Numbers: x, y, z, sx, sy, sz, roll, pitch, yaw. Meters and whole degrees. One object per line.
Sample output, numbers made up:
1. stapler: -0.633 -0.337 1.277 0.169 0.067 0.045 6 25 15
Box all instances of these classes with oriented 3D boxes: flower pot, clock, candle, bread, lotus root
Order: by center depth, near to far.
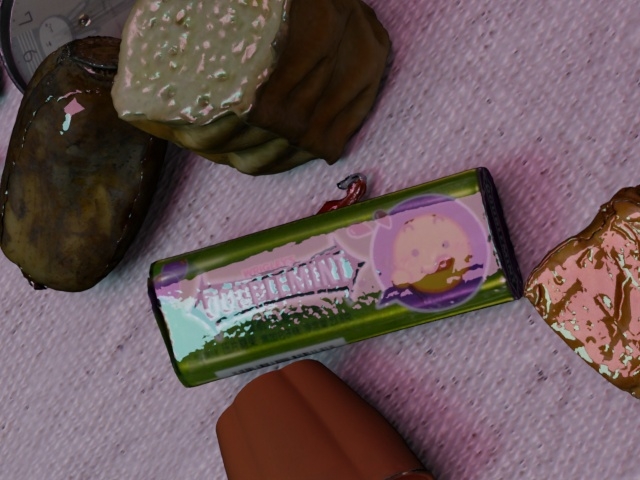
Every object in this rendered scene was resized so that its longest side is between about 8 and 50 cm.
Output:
1. bread: 0.287 0.042 1.486 0.143 0.149 0.158 -48 68 19
2. flower pot: -0.007 0.217 1.603 0.190 0.191 0.173 -46 59 16
3. bread: -0.066 -0.173 1.616 0.238 0.252 0.196 -11 80 28
4. candle: 0.000 0.000 1.690 0.053 0.048 0.162 35 105 -6
5. lotus root: -0.243 -0.082 1.733 0.160 0.152 0.275 19 121 -3
6. clock: -0.255 -0.237 1.827 0.215 0.042 0.215 -2 85 26

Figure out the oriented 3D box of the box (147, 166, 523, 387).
1. box: 0.010 0.038 1.617 0.346 0.097 0.134 -15 92 16
